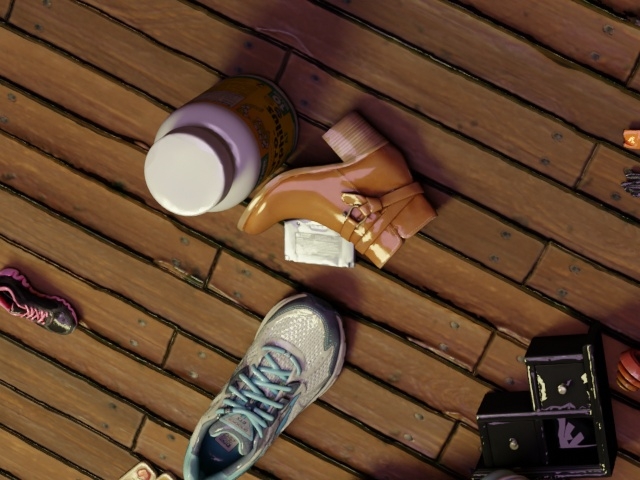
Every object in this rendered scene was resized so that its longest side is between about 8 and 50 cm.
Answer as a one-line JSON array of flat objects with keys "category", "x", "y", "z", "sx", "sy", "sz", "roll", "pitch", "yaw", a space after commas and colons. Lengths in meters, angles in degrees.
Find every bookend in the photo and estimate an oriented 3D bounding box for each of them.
[{"category": "bookend", "x": 0.238, "y": 0.178, "z": 1.592, "sx": 0.156, "sy": 0.072, "sz": 0.157, "roll": -5, "pitch": 106, "yaw": 19}]

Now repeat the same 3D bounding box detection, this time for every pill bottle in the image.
[{"category": "pill bottle", "x": -0.106, "y": -0.098, "z": 1.527, "sx": 0.117, "sy": 0.208, "sz": 0.118, "roll": 5, "pitch": 110, "yaw": 16}]

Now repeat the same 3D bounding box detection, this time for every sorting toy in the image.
[{"category": "sorting toy", "x": 0.356, "y": 0.152, "z": 1.553, "sx": 0.102, "sy": 0.061, "sz": 0.042, "roll": 29, "pitch": 117, "yaw": -15}]

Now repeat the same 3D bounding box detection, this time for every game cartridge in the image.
[{"category": "game cartridge", "x": 0.000, "y": 0.000, "z": 1.636, "sx": 0.083, "sy": 0.017, "sz": 0.056, "roll": 7, "pitch": 114, "yaw": 15}]

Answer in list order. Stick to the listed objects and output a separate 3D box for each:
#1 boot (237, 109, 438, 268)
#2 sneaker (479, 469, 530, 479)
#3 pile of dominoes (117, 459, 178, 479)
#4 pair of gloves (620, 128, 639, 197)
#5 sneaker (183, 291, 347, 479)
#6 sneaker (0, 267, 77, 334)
[{"category": "boot", "x": 0.017, "y": -0.028, "z": 1.583, "sx": 0.197, "sy": 0.073, "sz": 0.152, "roll": -40, "pitch": 90, "yaw": 20}, {"category": "sneaker", "x": 0.096, "y": 0.322, "z": 1.624, "sx": 0.127, "sy": 0.208, "sz": 0.319, "roll": 20, "pitch": 118, "yaw": -39}, {"category": "pile of dominoes", "x": -0.172, "y": 0.398, "z": 1.815, "sx": 0.251, "sy": 0.040, "sz": 0.196, "roll": 25, "pitch": 114, "yaw": 7}, {"category": "pair of gloves", "x": 0.350, "y": -0.081, "z": 1.501, "sx": 0.074, "sy": 0.010, "sz": 0.083, "roll": 3, "pitch": 112, "yaw": 15}, {"category": "sneaker", "x": -0.066, "y": 0.187, "z": 1.662, "sx": 0.110, "sy": 0.122, "sz": 0.283, "roll": 34, "pitch": 115, "yaw": 3}, {"category": "sneaker", "x": -0.353, "y": 0.082, "z": 1.752, "sx": 0.119, "sy": 0.057, "sz": 0.047, "roll": 30, "pitch": 113, "yaw": 4}]
